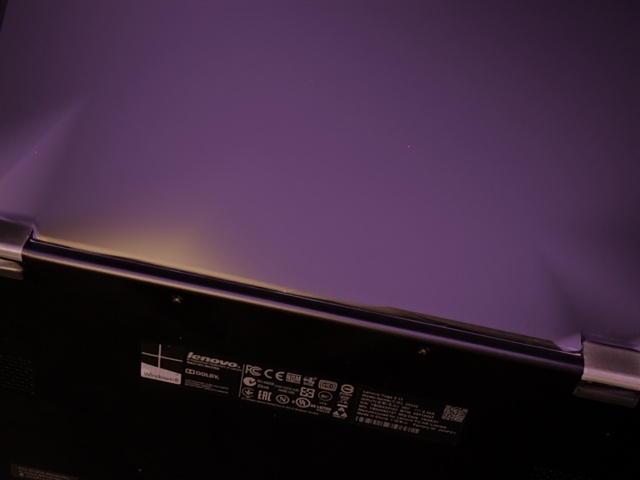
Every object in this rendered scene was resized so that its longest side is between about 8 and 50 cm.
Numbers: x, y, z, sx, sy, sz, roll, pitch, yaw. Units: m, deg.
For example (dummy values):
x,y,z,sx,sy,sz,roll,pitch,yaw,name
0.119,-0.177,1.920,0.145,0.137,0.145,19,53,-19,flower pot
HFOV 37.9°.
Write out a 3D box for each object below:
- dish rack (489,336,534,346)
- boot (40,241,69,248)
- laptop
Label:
x,y,z,sx,sy,sz,roll,pitch,yaw,name
0.246,0.137,0.628,0.208,0.074,0.271,-17,69,-10,dish rack
-0.175,-0.062,0.630,0.247,0.161,0.083,-16,67,-8,boot
0.000,0.000,0.554,0.382,0.407,0.236,12,41,1,laptop
